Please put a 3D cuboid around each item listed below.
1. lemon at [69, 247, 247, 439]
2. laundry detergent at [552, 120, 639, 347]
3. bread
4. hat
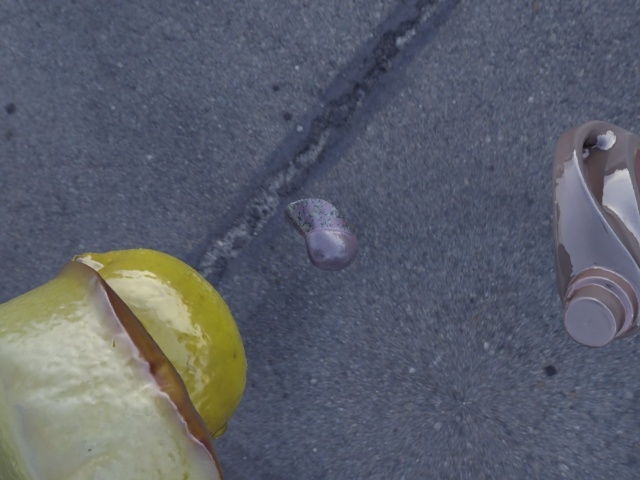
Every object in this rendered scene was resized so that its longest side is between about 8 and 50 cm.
[{"bbox_3d":[-0.217,0.138,0.952,0.236,0.236,0.263,-18,80,7],"label":"lemon"},{"bbox_3d":[0.240,-0.012,0.637,0.076,0.237,0.171,-23,94,39],"label":"laundry detergent"},{"bbox_3d":[-0.184,0.156,0.609,0.148,0.270,0.270,-28,71,-33],"label":"bread"},{"bbox_3d":[-0.002,-0.001,0.731,0.058,0.087,0.042,-23,35,38],"label":"hat"}]
